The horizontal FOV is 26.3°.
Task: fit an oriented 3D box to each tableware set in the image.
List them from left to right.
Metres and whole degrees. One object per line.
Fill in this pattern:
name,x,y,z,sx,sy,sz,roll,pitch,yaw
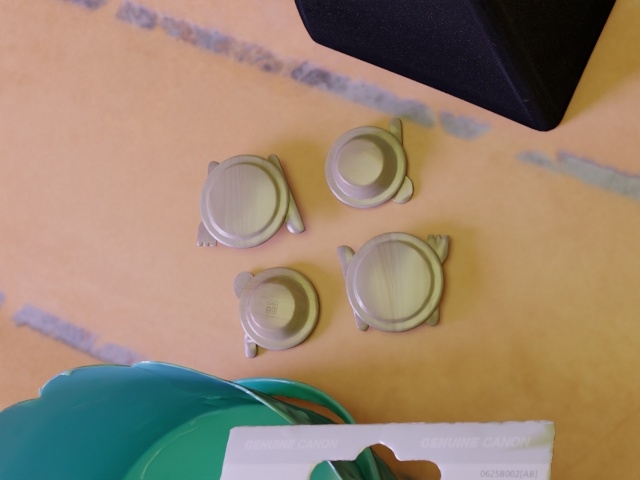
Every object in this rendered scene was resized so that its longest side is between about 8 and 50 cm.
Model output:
tableware set,0.000,0.000,0.895,0.169,0.020,0.141,-13,79,15

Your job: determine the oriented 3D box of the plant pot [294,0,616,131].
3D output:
plant pot,0.081,-0.198,0.824,0.187,0.167,0.188,25,90,21

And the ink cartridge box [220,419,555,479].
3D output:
ink cartridge box,0.023,0.204,0.629,0.189,0.066,0.232,-6,57,32

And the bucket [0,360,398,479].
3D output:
bucket,-0.072,0.205,0.797,0.281,0.183,0.281,-3,79,18
